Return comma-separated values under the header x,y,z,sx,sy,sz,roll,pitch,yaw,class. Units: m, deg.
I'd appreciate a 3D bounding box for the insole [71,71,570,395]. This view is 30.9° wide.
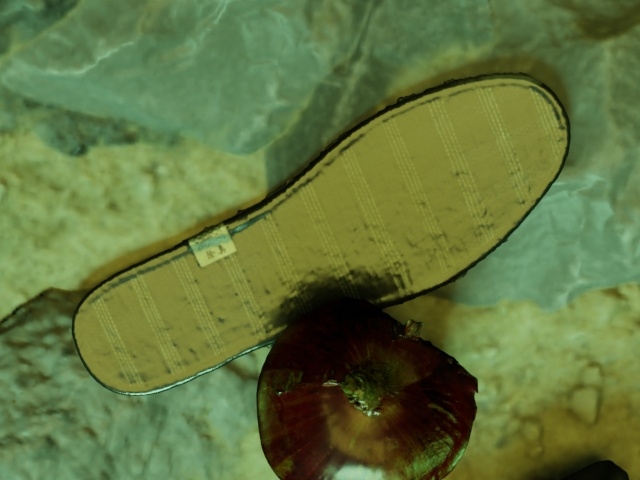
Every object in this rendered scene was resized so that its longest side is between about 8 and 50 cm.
x,y,z,sx,sy,sz,roll,pitch,yaw,class
0.000,0.000,0.659,0.309,0.012,0.110,-24,101,4,insole

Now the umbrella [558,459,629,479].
x,y,z,sx,sy,sz,roll,pitch,yaw,class
0.112,0.213,0.654,0.272,0.122,0.110,-18,143,0,umbrella

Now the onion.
x,y,z,sx,sy,sz,roll,pitch,yaw,class
0.020,0.093,0.625,0.117,0.118,0.118,34,99,17,onion
